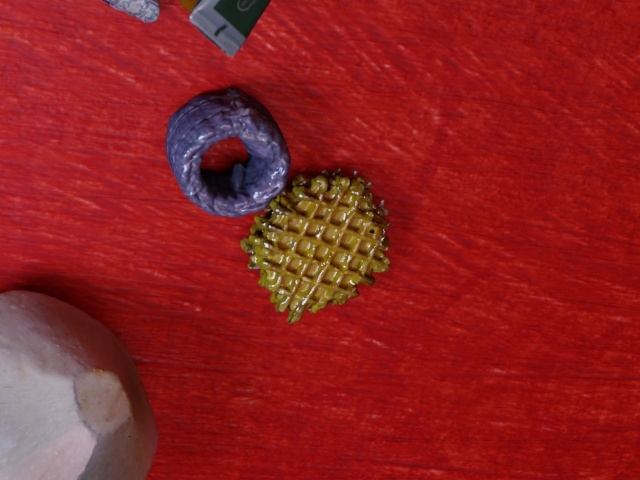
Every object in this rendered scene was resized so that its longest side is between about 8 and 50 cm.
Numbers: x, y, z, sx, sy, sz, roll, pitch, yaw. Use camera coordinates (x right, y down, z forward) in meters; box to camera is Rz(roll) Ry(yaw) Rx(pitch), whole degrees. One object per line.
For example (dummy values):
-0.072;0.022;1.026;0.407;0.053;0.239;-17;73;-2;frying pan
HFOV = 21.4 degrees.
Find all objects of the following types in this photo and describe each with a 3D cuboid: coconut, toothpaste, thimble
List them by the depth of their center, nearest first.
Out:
-0.020;-0.393;1.956;0.392;0.061;0.099;-56;142;-2;toothpaste
-0.367;0.238;2.081;0.352;0.352;0.353;-8;119;-14;coconut
-0.114;-0.107;2.096;0.150;0.098;0.150;-8;120;-14;thimble

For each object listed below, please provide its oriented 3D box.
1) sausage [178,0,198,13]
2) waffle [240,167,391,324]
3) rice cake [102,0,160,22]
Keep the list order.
-0.144;-0.367;1.954;0.098;0.098;0.238;-19;119;-7;sausage
0.000;0.000;2.209;0.197;0.070;0.193;-33;122;-2;waffle
-0.280;-0.306;1.974;0.207;0.033;0.033;22;107;-26;rice cake
